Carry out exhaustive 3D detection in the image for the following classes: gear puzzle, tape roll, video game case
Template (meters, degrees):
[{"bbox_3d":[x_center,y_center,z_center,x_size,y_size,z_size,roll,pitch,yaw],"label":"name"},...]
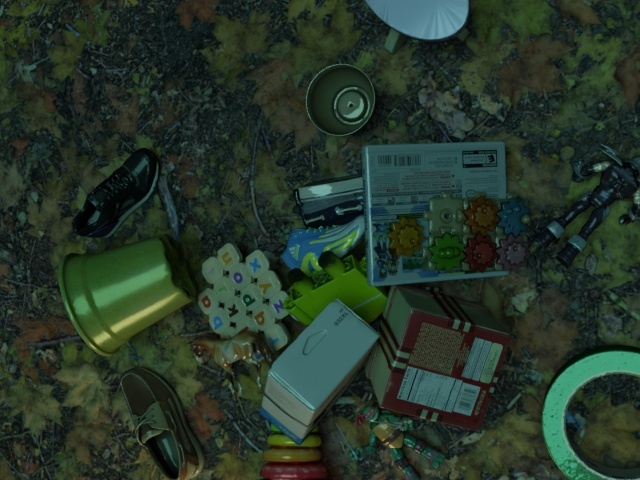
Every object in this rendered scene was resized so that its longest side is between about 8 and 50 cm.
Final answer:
[{"bbox_3d":[0.303,-0.017,1.629,0.339,0.044,0.175,0,93,-16],"label":"gear puzzle"},{"bbox_3d":[0.637,0.385,1.620,0.322,0.077,0.321,1,92,19],"label":"tape roll"},{"bbox_3d":[0.252,-0.061,1.655,0.329,0.036,0.299,-4,94,-16],"label":"video game case"}]

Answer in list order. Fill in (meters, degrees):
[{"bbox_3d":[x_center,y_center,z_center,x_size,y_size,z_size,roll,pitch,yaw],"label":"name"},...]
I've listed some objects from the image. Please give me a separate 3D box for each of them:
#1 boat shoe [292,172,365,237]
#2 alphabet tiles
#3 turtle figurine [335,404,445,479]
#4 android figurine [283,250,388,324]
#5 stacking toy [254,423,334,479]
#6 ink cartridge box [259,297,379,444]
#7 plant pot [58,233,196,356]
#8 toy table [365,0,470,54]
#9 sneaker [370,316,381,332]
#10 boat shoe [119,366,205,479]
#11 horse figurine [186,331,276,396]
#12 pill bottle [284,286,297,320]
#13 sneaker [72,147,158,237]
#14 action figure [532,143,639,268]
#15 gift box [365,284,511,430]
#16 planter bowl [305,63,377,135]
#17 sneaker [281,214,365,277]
[{"bbox_3d":[0.112,-0.075,1.763,0.341,0.127,0.158,-8,101,22],"label":"boat shoe"},{"bbox_3d":[-0.184,0.151,1.864,0.278,0.021,0.284,-38,80,37],"label":"alphabet tiles"},{"bbox_3d":[0.162,0.452,1.756,0.234,0.118,0.175,42,119,-3],"label":"turtle figurine"},{"bbox_3d":[0.046,0.121,1.720,0.248,0.273,0.056,-31,48,18],"label":"android figurine"},{"bbox_3d":[-0.061,0.451,1.828,0.175,0.166,0.301,-3,76,19],"label":"stacking toy"},{"bbox_3d":[-0.009,0.295,1.670,0.129,0.307,0.223,39,65,12],"label":"ink cartridge box"},{"bbox_3d":[-0.458,0.111,1.887,0.254,0.276,0.276,-23,85,6],"label":"plant pot"},{"bbox_3d":[0.214,-0.530,1.681,0.252,0.161,0.274,-41,79,15],"label":"toy table"},{"bbox_3d":[0.151,0.197,1.784,0.059,0.053,0.144,32,100,16],"label":"sneaker"},{"bbox_3d":[-0.413,0.466,1.941,0.123,0.116,0.324,-40,80,15],"label":"boat shoe"},{"bbox_3d":[-0.195,0.286,1.856,0.263,0.066,0.174,-23,93,41],"label":"horse figurine"},{"bbox_3d":[-0.009,0.121,1.815,0.152,0.086,0.086,-32,82,17],"label":"pill bottle"},{"bbox_3d":[-0.524,-0.114,1.953,0.107,0.124,0.283,41,103,12],"label":"sneaker"},{"bbox_3d":[0.582,-0.079,1.615,0.285,0.099,0.185,-47,71,9],"label":"action figure"},{"bbox_3d":[0.257,0.253,1.649,0.277,0.258,0.255,20,99,-8],"label":"gift box"},{"bbox_3d":[0.059,-0.317,1.765,0.162,0.109,0.162,0,91,18],"label":"planter bowl"},{"bbox_3d":[0.000,0.000,1.710,0.240,0.091,0.126,-44,85,21],"label":"sneaker"}]
